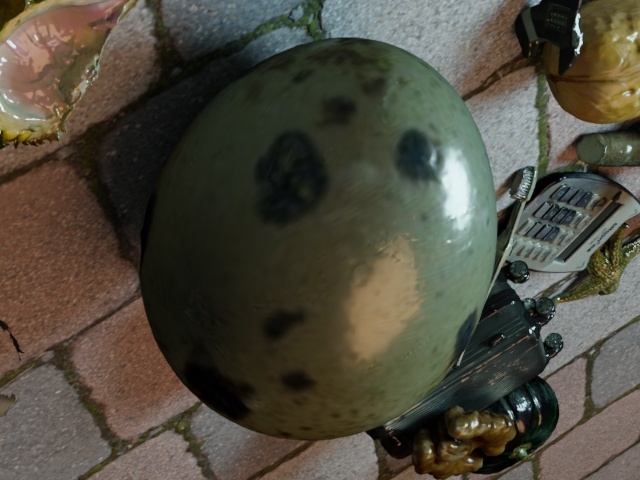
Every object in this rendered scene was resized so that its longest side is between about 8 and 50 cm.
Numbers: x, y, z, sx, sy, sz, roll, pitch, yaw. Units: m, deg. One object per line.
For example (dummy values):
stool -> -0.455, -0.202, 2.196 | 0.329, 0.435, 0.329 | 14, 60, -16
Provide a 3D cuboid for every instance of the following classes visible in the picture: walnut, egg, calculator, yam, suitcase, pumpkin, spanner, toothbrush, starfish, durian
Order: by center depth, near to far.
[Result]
durian -> -0.222, -0.182, 1.364 | 0.224, 0.078, 0.140 | -50, 140, 4
egg -> 0.000, 0.000, 1.616 | 0.345, 0.345, 0.428 | -18, 145, -32
spanner -> 0.294, -0.310, 1.758 | 0.024, 0.087, 0.316 | -12, 141, -38
walnut -> 0.338, -0.207, 1.901 | 0.180, 0.144, 0.144 | -29, 153, -20
toothbrush -> 0.226, 0.037, 2.184 | 0.028, 0.026, 0.294 | 6, 109, -36
yam -> 0.444, -0.125, 2.254 | 0.274, 0.061, 0.061 | -2, 138, -46
walnut -> 0.194, 0.274, 2.299 | 0.143, 0.069, 0.170 | -38, 153, 14
calculator -> 0.337, -0.024, 2.306 | 0.177, 0.040, 0.268 | -48, 150, 21
suitcase -> 0.184, 0.170, 2.334 | 0.312, 0.128, 0.202 | -33, 154, -2
starfish -> 0.446, 0.038, 2.541 | 0.217, 0.050, 0.223 | -39, 159, -11
pumpkin -> 0.289, 0.292, 2.648 | 0.202, 0.140, 0.202 | -25, 152, -15

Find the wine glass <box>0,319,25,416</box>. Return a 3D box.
wine glass -> -0.395, 0.088, 1.524 | 0.143, 0.143, 0.321 | -39, 155, 6
